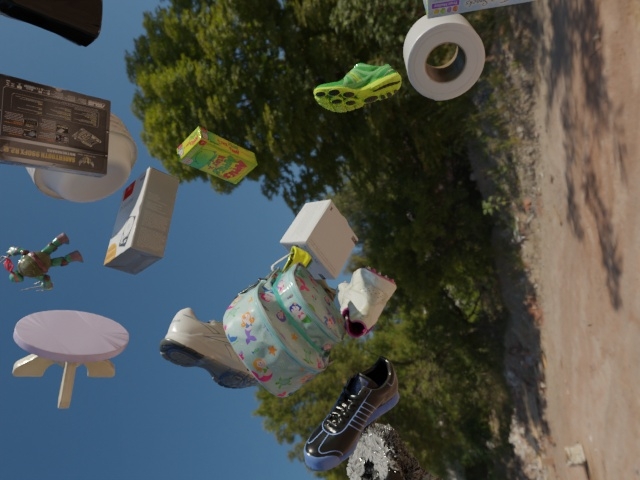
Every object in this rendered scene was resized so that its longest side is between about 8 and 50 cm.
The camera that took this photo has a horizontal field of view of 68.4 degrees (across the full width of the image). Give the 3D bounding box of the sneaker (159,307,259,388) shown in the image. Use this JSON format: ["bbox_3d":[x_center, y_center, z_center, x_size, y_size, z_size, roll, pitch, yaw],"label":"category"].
[{"bbox_3d":[-0.237,0.263,1.133,0.297,0.110,0.130,42,-143,-33],"label":"sneaker"}]

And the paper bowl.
[{"bbox_3d":[-0.650,-0.216,1.308,0.148,0.284,0.284,56,-170,15],"label":"paper bowl"}]

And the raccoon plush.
[{"bbox_3d":[0.267,0.692,1.557,0.299,0.216,0.447,24,-130,-27],"label":"raccoon plush"}]

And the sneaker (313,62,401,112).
[{"bbox_3d":[0.119,-0.517,1.581,0.110,0.295,0.124,84,171,-57],"label":"sneaker"}]

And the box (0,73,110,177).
[{"bbox_3d":[-0.603,-0.250,1.065,0.230,0.056,0.183,4,-93,-42],"label":"box"}]

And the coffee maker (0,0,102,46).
[{"bbox_3d":[-0.520,-0.455,0.905,0.178,0.171,0.120,5,-73,-48],"label":"coffee maker"}]

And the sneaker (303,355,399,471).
[{"bbox_3d":[0.053,0.299,0.839,0.232,0.081,0.091,-32,-59,-36],"label":"sneaker"}]

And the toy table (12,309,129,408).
[{"bbox_3d":[-0.688,0.307,1.291,0.161,0.274,0.252,-63,23,22],"label":"toy table"}]

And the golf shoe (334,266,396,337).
[{"bbox_3d":[0.079,0.167,1.115,0.306,0.115,0.140,109,-174,-67],"label":"golf shoe"}]

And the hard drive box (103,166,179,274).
[{"bbox_3d":[-0.472,-0.048,1.246,0.089,0.181,0.233,24,-124,-36],"label":"hard drive box"}]

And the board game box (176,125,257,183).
[{"bbox_3d":[-0.259,-0.211,1.195,0.181,0.092,0.043,20,-136,-48],"label":"board game box"}]

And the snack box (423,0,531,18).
[{"bbox_3d":[0.246,-0.436,0.747,0.207,0.174,0.070,-83,-16,-45],"label":"snack box"}]

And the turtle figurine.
[{"bbox_3d":[-0.890,0.079,1.487,0.234,0.118,0.175,-37,-73,-33],"label":"turtle figurine"}]

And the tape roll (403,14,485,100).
[{"bbox_3d":[0.402,-0.611,1.555,0.169,0.245,0.246,-84,-21,-53],"label":"tape roll"}]

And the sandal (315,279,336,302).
[{"bbox_3d":[0.004,0.218,1.763,0.303,0.120,0.086,49,-161,-43],"label":"sandal"}]

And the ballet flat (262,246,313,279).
[{"bbox_3d":[-0.108,0.106,1.209,0.077,0.077,0.231,44,-119,-12],"label":"ballet flat"}]

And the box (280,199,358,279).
[{"bbox_3d":[0.000,0.000,1.488,0.181,0.118,0.182,53,-128,-30],"label":"box"}]

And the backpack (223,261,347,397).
[{"bbox_3d":[-0.067,0.172,0.931,0.225,0.191,0.253,53,-163,0],"label":"backpack"}]
